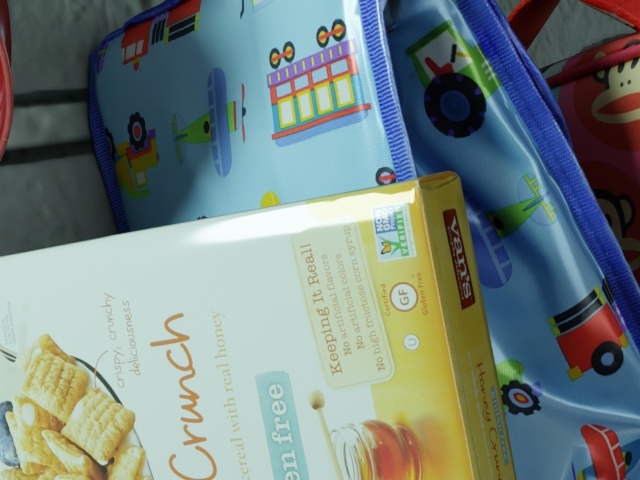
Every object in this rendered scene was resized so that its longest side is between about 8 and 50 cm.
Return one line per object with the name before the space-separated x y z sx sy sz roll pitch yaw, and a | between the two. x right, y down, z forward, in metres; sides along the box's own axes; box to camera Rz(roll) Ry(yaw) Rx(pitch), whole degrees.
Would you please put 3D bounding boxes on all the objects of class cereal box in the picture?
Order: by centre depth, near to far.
cereal box | -0.052 0.080 0.452 0.047 0.240 0.173 -17 96 -65

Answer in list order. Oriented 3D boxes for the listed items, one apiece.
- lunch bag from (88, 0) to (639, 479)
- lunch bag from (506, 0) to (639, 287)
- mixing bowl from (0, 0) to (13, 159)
lunch bag | 0.000 0.000 0.537 0.138 0.221 0.293 -28 100 -36
lunch bag | 0.146 0.002 0.599 0.120 0.293 0.258 -20 95 -31
mixing bowl | -0.192 -0.098 0.465 0.181 0.181 0.098 36 38 -26
